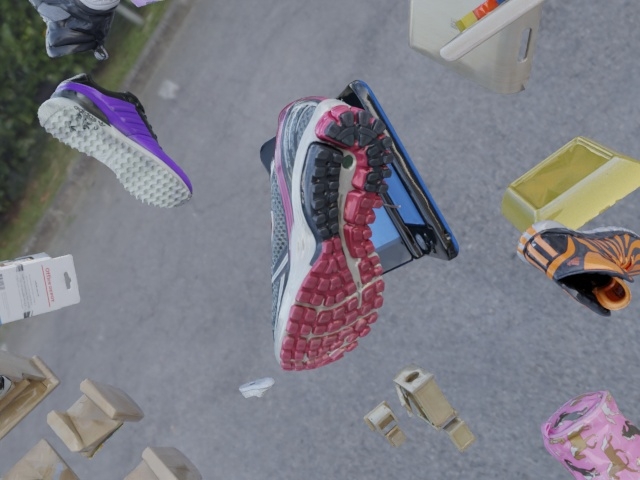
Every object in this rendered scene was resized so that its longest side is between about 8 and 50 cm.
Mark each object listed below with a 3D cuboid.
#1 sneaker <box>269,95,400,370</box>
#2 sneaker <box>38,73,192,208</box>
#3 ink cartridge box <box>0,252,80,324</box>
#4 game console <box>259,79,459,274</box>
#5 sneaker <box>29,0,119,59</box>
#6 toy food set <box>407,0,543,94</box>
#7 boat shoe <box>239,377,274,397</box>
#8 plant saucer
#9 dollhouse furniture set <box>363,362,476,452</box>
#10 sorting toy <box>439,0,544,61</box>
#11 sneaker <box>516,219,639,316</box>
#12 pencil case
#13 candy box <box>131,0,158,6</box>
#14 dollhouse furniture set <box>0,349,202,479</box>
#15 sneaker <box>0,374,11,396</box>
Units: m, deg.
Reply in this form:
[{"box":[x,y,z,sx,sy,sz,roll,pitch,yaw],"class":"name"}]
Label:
[{"box":[0.000,0.000,0.749,0.112,0.121,0.299,34,122,49],"class":"sneaker"},{"box":[-0.330,-0.185,1.257,0.102,0.293,0.146,-29,34,37],"class":"sneaker"},{"box":[-0.257,0.040,0.624,0.028,0.083,0.048,17,116,54],"class":"ink cartridge box"},{"box":[0.047,-0.067,1.112,0.173,0.293,0.250,-31,6,-4],"class":"game console"},{"box":[-0.458,-0.396,1.193,0.101,0.269,0.153,-50,-17,-49],"class":"sneaker"},{"box":[0.297,-0.451,1.431,0.092,0.219,0.306,-36,56,-26],"class":"toy food set"},{"box":[-0.142,0.343,1.654,0.100,0.035,0.035,-21,14,30],"class":"boat shoe"},{"box":[0.634,-0.148,1.854,0.333,0.081,0.333,-36,19,8],"class":"plant saucer"},{"box":[0.193,0.377,1.474,0.161,0.182,0.101,-37,16,-12],"class":"dollhouse furniture set"},{"box":[0.252,-0.323,0.946,0.193,0.038,0.208,-30,14,32],"class":"sorting toy"},{"box":[0.520,0.064,1.308,0.180,0.321,0.124,58,137,48],"class":"sneaker"},{"box":[0.607,0.483,1.427,0.167,0.386,0.160,-34,-4,-39],"class":"pencil case"},{"box":[-0.201,-0.390,0.787,0.070,0.165,0.196,7,66,44],"class":"candy box"},{"box":[-0.428,0.355,1.078,0.394,0.256,0.362,43,81,15],"class":"dollhouse furniture set"},{"box":[-0.372,0.165,0.813,0.037,0.083,0.031,-12,80,11],"class":"sneaker"}]
